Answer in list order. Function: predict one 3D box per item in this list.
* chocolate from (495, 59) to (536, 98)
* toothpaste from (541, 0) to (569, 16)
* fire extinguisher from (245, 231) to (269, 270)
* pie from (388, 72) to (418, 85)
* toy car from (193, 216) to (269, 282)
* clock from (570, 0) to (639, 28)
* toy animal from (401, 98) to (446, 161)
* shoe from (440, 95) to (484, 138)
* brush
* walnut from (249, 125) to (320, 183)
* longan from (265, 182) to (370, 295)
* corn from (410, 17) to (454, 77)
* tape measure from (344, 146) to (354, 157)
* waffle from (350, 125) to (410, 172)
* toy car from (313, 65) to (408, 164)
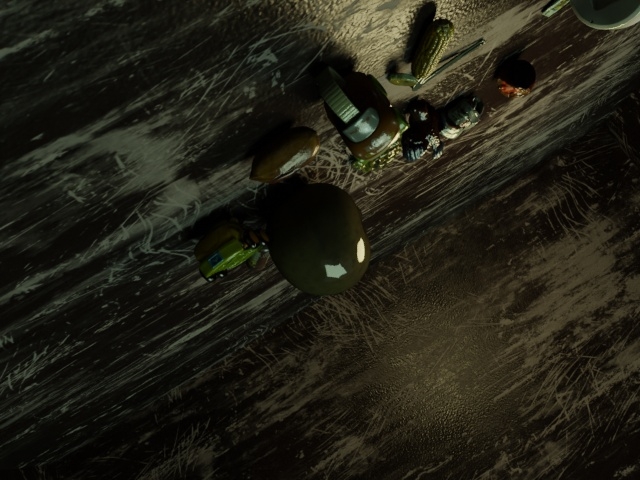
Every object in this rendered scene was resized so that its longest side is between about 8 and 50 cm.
[{"bbox_3d":[0.643,-0.532,2.010,0.127,0.124,0.133,-32,-164,-19],"label":"chocolate"},{"bbox_3d":[0.747,-0.739,1.730,0.067,0.037,0.255,-16,161,-49],"label":"toothpaste"},{"bbox_3d":[-0.188,0.016,2.082,0.106,0.075,0.252,-20,159,-26],"label":"fire extinguisher"},{"bbox_3d":[0.216,-0.423,1.584,0.084,0.020,0.084,7,-178,0],"label":"pie"},{"bbox_3d":[-0.273,0.010,1.765,0.200,0.142,0.248,-37,175,14],"label":"toy car"},{"bbox_3d":[0.782,-0.682,1.600,0.083,0.231,0.230,-16,158,-39],"label":"clock"},{"bbox_3d":[0.330,-0.350,1.870,0.218,0.116,0.180,-47,150,-23],"label":"toy animal"},{"bbox_3d":[0.482,-0.423,2.028,0.227,0.099,0.125,-28,173,-37],"label":"shoe"},{"bbox_3d":[0.358,-0.501,1.703,0.266,0.027,0.062,-34,166,-11],"label":"brush"},{"bbox_3d":[-0.092,-0.210,1.515,0.207,0.116,0.116,-34,165,2],"label":"walnut"},{"bbox_3d":[0.000,0.000,1.895,0.360,0.361,0.361,-31,165,-9],"label":"longan"},{"bbox_3d":[0.276,-0.479,1.509,0.068,0.068,0.207,-28,168,-19],"label":"corn"},{"bbox_3d":[0.140,-0.316,1.804,0.179,0.104,0.107,-1,-139,49],"label":"tape measure"},{"bbox_3d":[0.211,-0.296,1.967,0.223,0.054,0.204,-46,161,32],"label":"waffle"},{"bbox_3d":[0.071,-0.304,1.387,0.145,0.235,0.235,-40,164,20],"label":"toy car"}]
